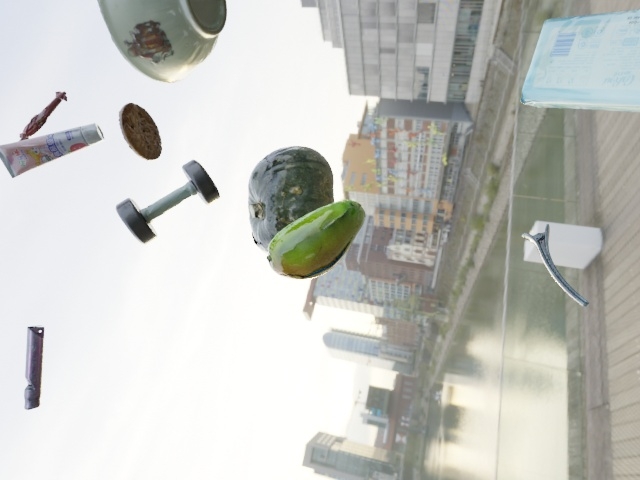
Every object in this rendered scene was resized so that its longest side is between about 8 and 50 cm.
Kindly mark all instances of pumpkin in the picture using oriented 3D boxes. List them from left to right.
[{"bbox_3d":[-0.081,-0.103,1.278,0.291,0.258,0.327,-36,64,60],"label":"pumpkin"}]

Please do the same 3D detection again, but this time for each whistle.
[{"bbox_3d":[-0.613,0.271,0.935,0.033,0.033,0.176,18,-109,-76],"label":"whistle"}]

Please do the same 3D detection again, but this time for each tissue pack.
[{"bbox_3d":[0.544,-0.339,0.836,0.089,0.263,0.177,6,-77,-38],"label":"tissue pack"}]

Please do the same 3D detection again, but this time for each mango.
[{"bbox_3d":[0.000,0.000,0.902,0.233,0.111,0.125,-31,-42,-13],"label":"mango"}]

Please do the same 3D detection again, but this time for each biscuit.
[{"bbox_3d":[-0.561,-0.341,1.377,0.188,0.027,0.187,-15,-90,-77],"label":"biscuit"}]

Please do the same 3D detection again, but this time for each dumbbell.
[{"bbox_3d":[-0.313,-0.081,0.907,0.191,0.100,0.100,-36,-31,-14],"label":"dumbbell"}]

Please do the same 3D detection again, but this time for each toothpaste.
[{"bbox_3d":[-0.540,-0.189,0.878,0.043,0.195,0.067,-126,16,-64],"label":"toothpaste"}]

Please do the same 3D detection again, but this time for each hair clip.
[{"bbox_3d":[0.688,0.078,1.275,0.048,0.083,0.275,46,-154,-51],"label":"hair clip"}]

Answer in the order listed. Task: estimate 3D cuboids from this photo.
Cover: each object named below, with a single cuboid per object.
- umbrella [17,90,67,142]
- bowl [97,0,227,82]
[{"bbox_3d":[-0.611,-0.265,0.951,0.165,0.027,0.025,-59,-33,-16],"label":"umbrella"},{"bbox_3d":[-0.318,-0.542,0.997,0.337,0.158,0.336,5,-90,-66],"label":"bowl"}]
